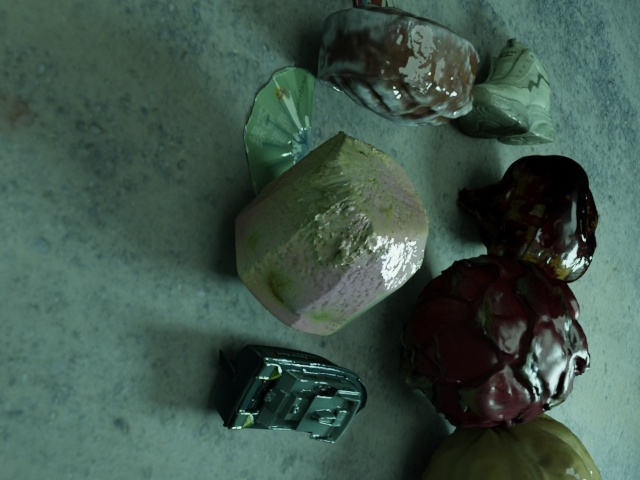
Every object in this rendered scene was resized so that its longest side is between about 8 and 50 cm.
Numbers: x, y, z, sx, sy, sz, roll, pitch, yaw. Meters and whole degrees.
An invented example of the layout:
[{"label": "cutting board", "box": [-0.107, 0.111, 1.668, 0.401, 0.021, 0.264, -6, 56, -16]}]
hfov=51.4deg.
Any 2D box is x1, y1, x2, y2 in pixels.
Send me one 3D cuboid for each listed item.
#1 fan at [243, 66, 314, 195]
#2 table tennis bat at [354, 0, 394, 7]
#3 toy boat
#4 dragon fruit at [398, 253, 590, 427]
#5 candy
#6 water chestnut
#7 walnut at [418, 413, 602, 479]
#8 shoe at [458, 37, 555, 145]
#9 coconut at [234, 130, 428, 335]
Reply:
[{"label": "fan", "box": [-0.058, -0.162, 0.995, 0.131, 0.009, 0.240, 29, 71, -42]}, {"label": "table tennis bat", "box": [0.111, -0.404, 1.162, 0.154, 0.019, 0.098, 9, 84, -44]}, {"label": "toy boat", "box": [-0.019, 0.228, 0.970, 0.296, 0.122, 0.114, 23, 100, -48]}, {"label": "dragon fruit", "box": [0.304, 0.176, 1.179, 0.329, 0.329, 0.329, -3, 94, -47]}, {"label": "candy", "box": [0.125, -0.265, 1.036, 0.289, 0.214, 0.157, 6, 93, -47]}, {"label": "water chestnut", "box": [0.435, -0.041, 1.369, 0.289, 0.244, 0.289, 7, 82, -54]}, {"label": "walnut", "box": [0.355, 0.502, 1.242, 0.381, 0.381, 0.381, -3, 94, -47]}, {"label": "shoe", "box": [0.388, -0.319, 1.392, 0.342, 0.132, 0.210, 1, 87, -51]}, {"label": "coconut", "box": [0.000, 0.000, 0.899, 0.233, 0.245, 0.233, 32, 38, -29]}]
